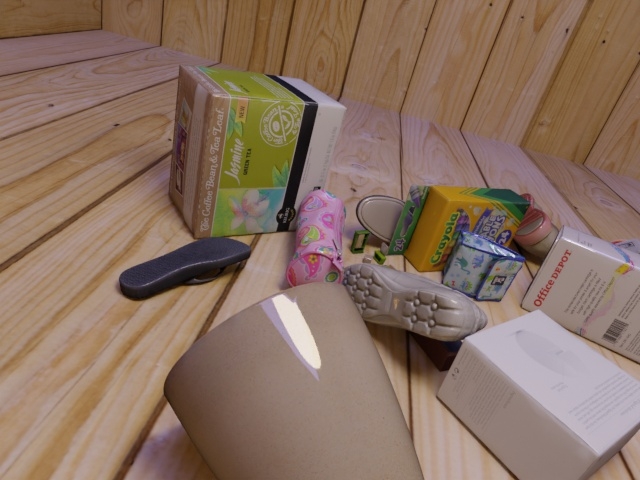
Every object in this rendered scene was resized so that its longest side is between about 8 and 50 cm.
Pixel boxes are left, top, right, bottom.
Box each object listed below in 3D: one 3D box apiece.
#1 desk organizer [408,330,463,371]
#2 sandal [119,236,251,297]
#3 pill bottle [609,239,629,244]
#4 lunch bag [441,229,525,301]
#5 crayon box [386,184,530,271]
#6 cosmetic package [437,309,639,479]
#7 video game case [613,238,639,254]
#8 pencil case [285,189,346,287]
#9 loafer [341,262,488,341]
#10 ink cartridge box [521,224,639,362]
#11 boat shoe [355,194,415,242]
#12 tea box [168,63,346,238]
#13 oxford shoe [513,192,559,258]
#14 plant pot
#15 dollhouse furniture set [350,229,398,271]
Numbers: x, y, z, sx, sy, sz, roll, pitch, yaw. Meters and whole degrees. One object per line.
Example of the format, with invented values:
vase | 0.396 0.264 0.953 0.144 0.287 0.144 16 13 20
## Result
desk organizer | 0.215 0.182 0.876 0.047 0.050 0.130 -1 32 -27
sandal | -0.254 0.053 0.887 0.255 0.054 0.097 -19 36 -33
pill bottle | 0.839 0.086 1.279 0.121 0.121 0.221 26 30 19
lunch bag | 0.377 0.067 1.078 0.151 0.128 0.096 20 30 5
crayon box | 0.345 -0.027 1.154 0.323 0.202 0.083 -1 33 -26
cosmetic package | 0.356 0.250 0.735 0.224 0.138 0.225 -8 35 -36
video game case | 0.727 0.078 1.196 0.227 0.026 0.206 -19 18 24
pencil case | 0.000 0.000 1.005 0.124 0.124 0.284 13 32 -5
loafer | 0.154 0.113 0.858 0.112 0.111 0.320 12 4 -37
ink cartridge box | 0.637 0.115 1.045 0.278 0.201 0.117 26 30 20
boat shoe | 0.215 -0.048 1.221 0.336 0.112 0.095 13 9 -30
tea box | -0.161 -0.205 1.088 0.324 0.328 0.220 -6 36 -32
oxford shoe | 0.647 -0.036 1.439 0.146 0.140 0.397 47 24 -7
plant pot | -0.004 0.233 0.519 0.257 0.256 0.274 -10 53 -38
dollhouse furniture set | 0.131 0.038 1.081 0.076 0.058 0.151 -3 34 -30
